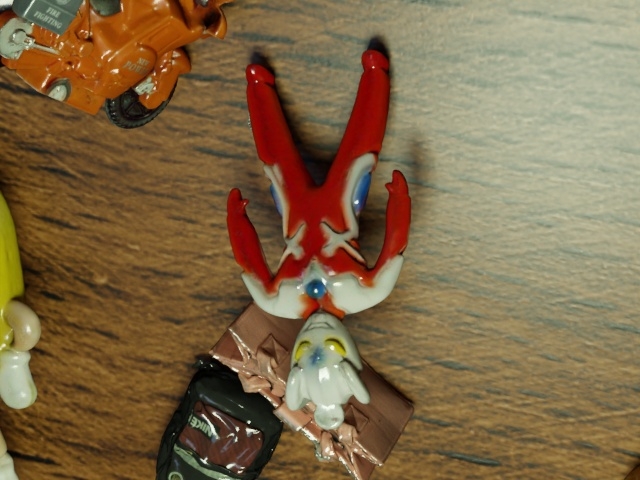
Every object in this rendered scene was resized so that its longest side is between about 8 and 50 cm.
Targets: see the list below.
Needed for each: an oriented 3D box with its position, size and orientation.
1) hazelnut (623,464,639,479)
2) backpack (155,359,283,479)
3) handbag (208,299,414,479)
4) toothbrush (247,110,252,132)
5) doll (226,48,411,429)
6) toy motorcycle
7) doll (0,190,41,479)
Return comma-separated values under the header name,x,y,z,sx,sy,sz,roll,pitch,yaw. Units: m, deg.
name,x,y,z,sx,sy,sz,roll,pitch,yaw
hazelnut,0.372,0.301,1.893,0.150,0.150,0.150,4,107,12
backpack,-0.114,0.226,1.998,0.120,0.106,0.165,23,107,0
handbag,-0.006,0.149,1.922,0.212,0.157,0.059,42,114,0
toothbrush,-0.029,-0.039,1.944,0.016,0.019,0.219,-21,101,13
doll,0.000,0.000,1.830,0.188,0.099,0.384,-8,74,14
toy motorcycle,-0.211,-0.233,1.801,0.148,0.325,0.221,38,99,33
doll,-0.432,0.109,2.015,0.348,0.161,0.423,-24,92,35
